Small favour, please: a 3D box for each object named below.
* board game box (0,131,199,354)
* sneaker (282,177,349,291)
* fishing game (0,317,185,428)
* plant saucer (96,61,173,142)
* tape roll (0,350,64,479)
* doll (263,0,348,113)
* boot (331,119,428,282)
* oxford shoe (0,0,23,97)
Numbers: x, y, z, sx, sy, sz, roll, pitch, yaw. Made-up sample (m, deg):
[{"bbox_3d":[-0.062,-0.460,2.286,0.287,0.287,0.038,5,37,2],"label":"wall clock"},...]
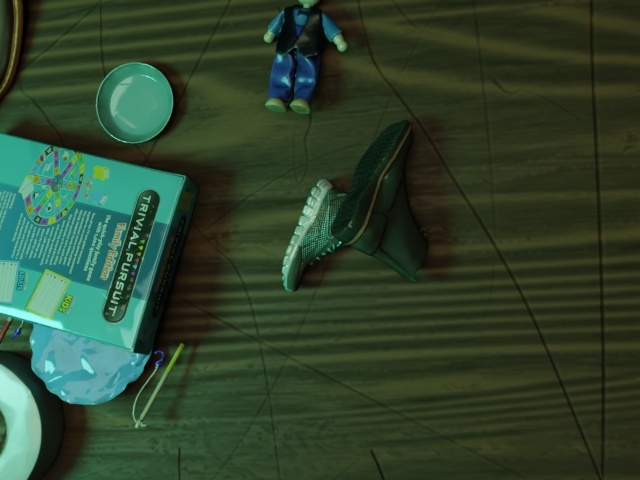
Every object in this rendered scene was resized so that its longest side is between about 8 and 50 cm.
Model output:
[{"bbox_3d":[-0.373,-0.002,1.199,0.336,0.079,0.254,14,81,9],"label":"board game box"},{"bbox_3d":[0.000,0.000,1.166,0.076,0.065,0.166,23,94,5],"label":"sneaker"},{"bbox_3d":[-0.333,0.145,1.225,0.264,0.041,0.189,23,81,8],"label":"fishing game"},{"bbox_3d":[-0.271,-0.202,1.235,0.119,0.021,0.119,0,88,9],"label":"plant saucer"},{"bbox_3d":[-0.496,0.276,1.236,0.219,0.072,0.219,0,89,9],"label":"tape roll"},{"bbox_3d":[-0.024,-0.276,1.183,0.129,0.046,0.189,6,83,19],"label":"doll"},{"bbox_3d":[0.110,-0.053,1.153,0.137,0.077,0.198,35,72,-20],"label":"boot"},{"bbox_3d":[-0.555,-0.236,1.226,0.130,0.133,0.364,26,93,10],"label":"oxford shoe"}]
